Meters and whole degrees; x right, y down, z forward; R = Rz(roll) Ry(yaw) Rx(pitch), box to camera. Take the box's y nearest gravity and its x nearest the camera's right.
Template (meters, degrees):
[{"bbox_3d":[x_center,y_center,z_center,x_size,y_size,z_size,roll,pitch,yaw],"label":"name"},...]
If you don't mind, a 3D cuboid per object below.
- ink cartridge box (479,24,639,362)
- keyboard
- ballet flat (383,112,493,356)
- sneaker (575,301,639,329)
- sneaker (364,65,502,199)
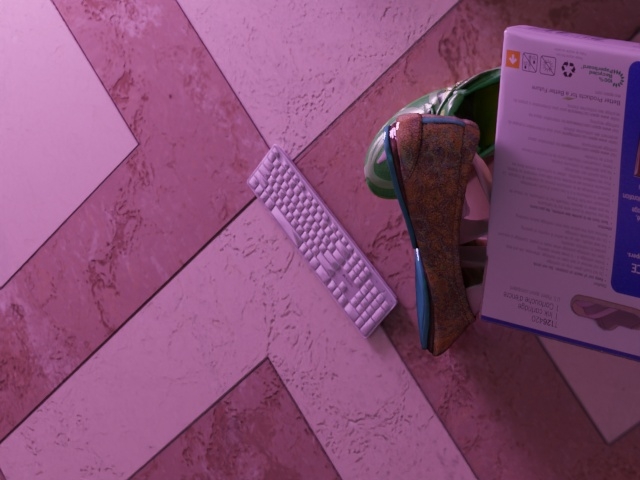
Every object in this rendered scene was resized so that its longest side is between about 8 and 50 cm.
[{"bbox_3d":[0.307,-0.041,1.760,0.304,0.072,0.307,14,110,36],"label":"ink cartridge box"},{"bbox_3d":[0.000,0.000,2.146,0.072,0.014,0.256,-49,67,29],"label":"keyboard"},{"bbox_3d":[0.145,0.001,1.921,0.123,0.123,0.348,24,145,32],"label":"ballet flat"},{"bbox_3d":[0.405,0.032,1.828,0.281,0.105,0.115,-23,115,31],"label":"sneaker"},{"bbox_3d":[0.152,-0.130,1.955,0.295,0.123,0.109,-26,80,35],"label":"sneaker"}]
